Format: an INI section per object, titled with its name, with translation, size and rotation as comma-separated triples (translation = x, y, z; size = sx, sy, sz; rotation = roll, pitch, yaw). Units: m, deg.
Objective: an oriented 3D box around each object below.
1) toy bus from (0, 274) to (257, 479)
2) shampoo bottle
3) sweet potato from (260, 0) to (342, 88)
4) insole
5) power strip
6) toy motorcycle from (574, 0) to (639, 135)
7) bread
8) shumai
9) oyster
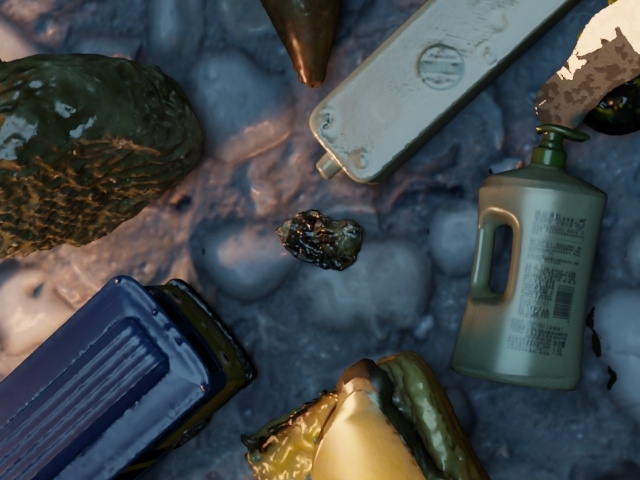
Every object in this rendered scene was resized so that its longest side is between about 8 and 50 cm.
[toy bus]
translation = -0.215, 0.170, 1.590
size = 0.287, 0.175, 0.138
rotation = -42, 78, 10
[shampoo bottle]
translation = 0.192, 0.011, 1.529
size = 0.118, 0.087, 0.234
rotation = 9, 91, 15
[sweet potato]
translation = -0.047, -0.307, 1.586
size = 0.131, 0.131, 0.337
rotation = -9, 85, 15
[insole]
translation = 0.243, -0.153, 1.491
size = 0.065, 0.006, 0.193
rotation = 54, 144, 12
[power strip]
translation = 0.139, -0.191, 1.562
size = 0.385, 0.062, 0.091
rotation = -43, 79, 10
[toy motorcycle]
translation = 0.374, -0.182, 1.453
size = 0.342, 0.142, 0.206
rotation = 8, 113, 31
[bread]
translation = 0.062, 0.211, 1.524
size = 0.262, 0.162, 0.204
rotation = -33, 79, 55
[shumai]
translation = -0.257, -0.121, 1.606
size = 0.260, 0.225, 0.222
rotation = -22, 64, -2
[oyster]
translation = -0.003, -0.001, 1.617
size = 0.083, 0.019, 0.054
rotation = 15, 93, 15
